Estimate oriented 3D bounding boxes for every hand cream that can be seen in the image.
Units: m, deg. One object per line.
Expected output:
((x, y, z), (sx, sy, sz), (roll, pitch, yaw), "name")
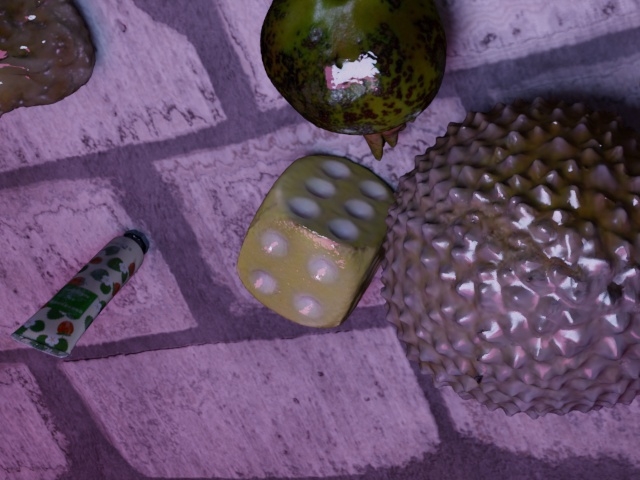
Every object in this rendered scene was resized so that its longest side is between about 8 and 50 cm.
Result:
((-0.342, 0.076, 1.821), (0.095, 0.276, 0.059), (18, 131, 16), "hand cream")

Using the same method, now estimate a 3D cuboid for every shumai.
((-0.507, -0.241, 1.674), (0.346, 0.283, 0.217), (17, 132, 20), "shumai")

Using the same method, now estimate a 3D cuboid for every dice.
((0.000, 0.000, 1.647), (0.166, 0.169, 0.169), (29, 133, 7), "dice")

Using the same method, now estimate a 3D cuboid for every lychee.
((0.259, 0.020, 1.383), (0.380, 0.380, 0.432), (42, 174, -5), "lychee")

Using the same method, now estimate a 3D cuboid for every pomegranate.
((0.065, -0.216, 1.446), (0.204, 0.222, 0.276), (-32, 137, 34), "pomegranate")
